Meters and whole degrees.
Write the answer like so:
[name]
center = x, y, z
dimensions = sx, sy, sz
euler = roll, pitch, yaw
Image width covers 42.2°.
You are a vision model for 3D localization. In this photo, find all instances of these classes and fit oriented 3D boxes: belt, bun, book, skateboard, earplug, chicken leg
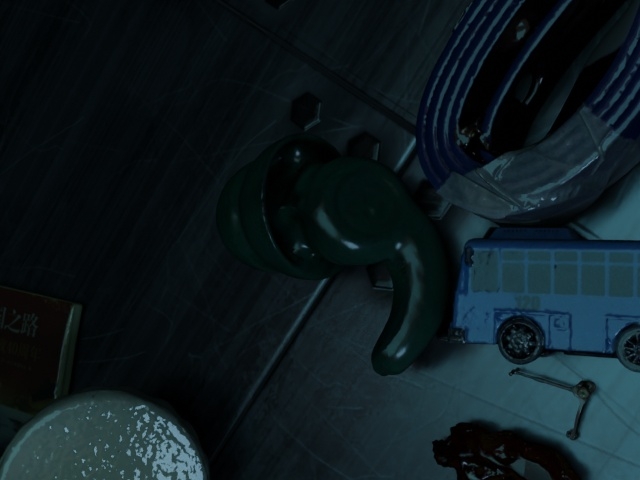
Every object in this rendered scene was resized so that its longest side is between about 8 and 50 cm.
[belt]
center = 0.247, -0.173, 0.836
dimensions = 0.212, 0.117, 0.347
euler = 39, 102, 27
[bun]
center = -0.267, 0.302, 1.051
dimensions = 0.263, 0.175, 0.263
euler = 0, 93, -8
[book]
center = -0.483, 0.256, 1.239
dimensions = 0.262, 0.028, 0.374
euler = 8, 90, 30
[skateboard]
center = 0.234, 0.164, 0.861
dimensions = 0.083, 0.032, 0.064
euler = 18, 104, 26
[earplug]
center = 0.005, 0.001, 0.951
dimensions = 0.280, 0.164, 0.257
euler = 2, 123, 40
[chicken leg]
center = 0.212, 0.249, 0.852
dimensions = 0.219, 0.048, 0.090
euler = 16, 96, 28

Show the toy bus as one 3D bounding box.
[toy bus]
center = 0.250, 0.055, 0.813
dimensions = 0.234, 0.116, 0.134
euler = 1, 89, 27
